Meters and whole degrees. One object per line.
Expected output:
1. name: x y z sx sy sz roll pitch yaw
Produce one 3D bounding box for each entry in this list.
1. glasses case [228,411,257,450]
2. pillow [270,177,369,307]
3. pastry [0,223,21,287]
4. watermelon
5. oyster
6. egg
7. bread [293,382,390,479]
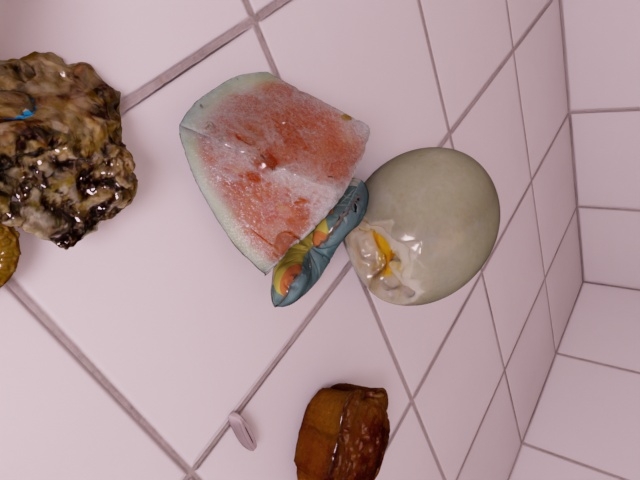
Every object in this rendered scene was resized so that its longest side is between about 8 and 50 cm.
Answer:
1. glasses case: -0.129 0.317 0.844 0.021 0.032 0.083 -41 125 -36
2. pillow: 0.000 0.000 0.822 0.233 0.086 0.214 -52 -174 19
3. pastry: -0.354 0.006 0.500 0.097 0.057 0.109 22 82 -56
4. watermelon: -0.053 -0.113 0.731 0.262 0.201 0.213 58 45 -34
5. oyster: -0.278 -0.106 0.531 0.214 0.083 0.223 15 66 -58
6. egg: 0.209 -0.040 1.000 0.336 0.278 0.278 -37 124 -34
7. bread: 0.052 0.402 0.998 0.232 0.135 0.247 20 81 -51
